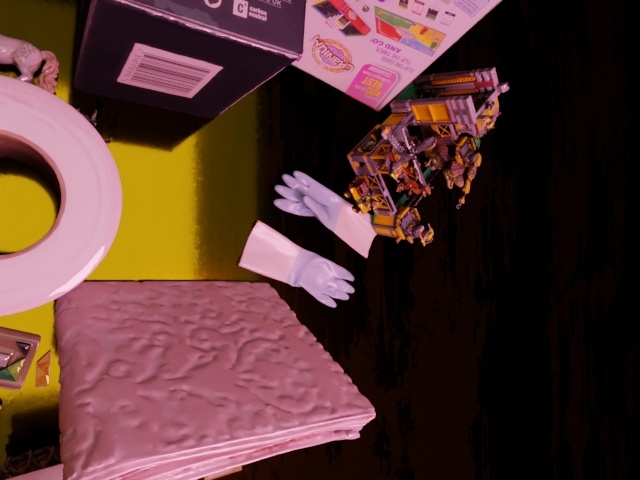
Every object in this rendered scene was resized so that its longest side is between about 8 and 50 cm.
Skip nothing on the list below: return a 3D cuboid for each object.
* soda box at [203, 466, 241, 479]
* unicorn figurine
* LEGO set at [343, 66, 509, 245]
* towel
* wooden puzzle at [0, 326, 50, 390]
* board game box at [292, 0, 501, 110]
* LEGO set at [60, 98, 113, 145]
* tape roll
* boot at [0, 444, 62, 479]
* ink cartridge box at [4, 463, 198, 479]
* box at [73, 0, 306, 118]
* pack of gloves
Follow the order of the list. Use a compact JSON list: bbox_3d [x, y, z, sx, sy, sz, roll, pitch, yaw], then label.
[{"bbox_3d":[-0.161,0.258,0.713,0.058,0.061,0.181,-2,91,-31],"label":"soda box"},{"bbox_3d":[-0.410,-0.238,0.579,0.162,0.060,0.111,18,80,-45],"label":"unicorn figurine"},{"bbox_3d":[0.217,-0.148,0.831,0.331,0.192,0.254,-41,124,-28],"label":"LEGO set"},{"bbox_3d":[-0.146,0.145,0.582,0.317,0.332,0.053,3,111,-32],"label":"towel"},{"bbox_3d":[-0.404,0.150,0.599,0.116,0.014,0.078,14,82,-29],"label":"wooden puzzle"},{"bbox_3d":[0.099,-0.361,0.725,0.242,0.316,0.064,19,57,-29],"label":"board game box"},{"bbox_3d":[-0.324,-0.154,0.638,0.054,0.023,0.083,-26,83,-43],"label":"LEGO set"},{"bbox_3d":[-0.366,-0.045,0.534,0.246,0.169,0.246,0,90,-31],"label":"tape roll"},{"bbox_3d":[-0.287,0.268,0.622,0.229,0.091,0.262,-6,95,-31],"label":"boot"},{"bbox_3d":[-0.256,0.393,0.567,0.199,0.115,0.272,-7,119,-30],"label":"ink cartridge box"},{"bbox_3d":[-0.167,-0.393,0.581,0.212,0.294,0.395,5,88,-31],"label":"box"},{"bbox_3d":[0.000,0.000,0.820,0.232,0.046,0.195,28,75,-27],"label":"pack of gloves"}]
